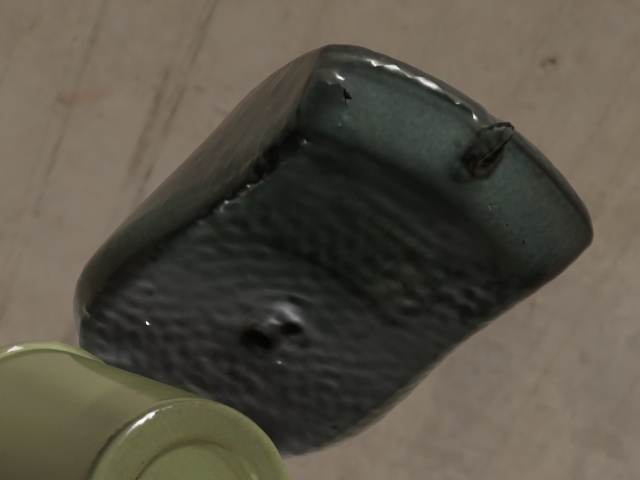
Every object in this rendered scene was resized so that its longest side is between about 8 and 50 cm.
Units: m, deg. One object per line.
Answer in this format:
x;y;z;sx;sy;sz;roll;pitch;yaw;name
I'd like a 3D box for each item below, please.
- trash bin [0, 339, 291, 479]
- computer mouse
-0.084;0.169;0.979;0.247;0.121;0.243;1;-62;64;trash bin
0.000;0.000;1.102;0.188;0.122;0.371;33;-39;-17;computer mouse
